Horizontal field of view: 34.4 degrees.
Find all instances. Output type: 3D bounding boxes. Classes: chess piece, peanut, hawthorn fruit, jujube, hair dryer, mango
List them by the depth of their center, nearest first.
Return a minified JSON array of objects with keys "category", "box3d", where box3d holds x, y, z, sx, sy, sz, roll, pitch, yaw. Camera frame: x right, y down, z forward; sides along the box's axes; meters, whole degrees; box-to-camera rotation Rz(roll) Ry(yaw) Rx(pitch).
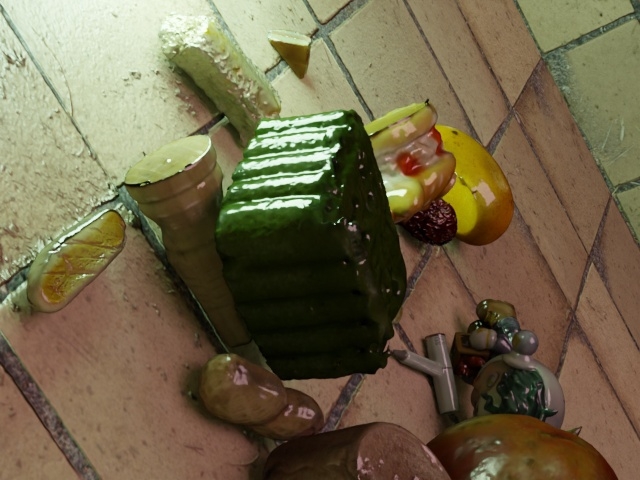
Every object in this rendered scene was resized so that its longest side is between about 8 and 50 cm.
[{"category":"peanut","box3d":[-0.083,0.227,1.451,0.228,0.104,0.086,38,50,-42]},{"category":"chess piece","box3d":[-0.160,0.008,1.478,0.301,0.137,0.137,67,29,-25]},{"category":"hawthorn fruit","box3d":[0.315,0.451,1.624,0.403,0.402,0.403,35,44,-42]},{"category":"hair dryer","box3d":[0.188,0.246,1.924,0.183,0.044,0.155,11,60,-48]},{"category":"jujube","box3d":[0.209,-0.054,2.082,0.166,0.104,0.104,35,43,-39]},{"category":"mango","box3d":[0.310,-0.129,2.241,0.290,0.160,0.191,57,38,1]}]

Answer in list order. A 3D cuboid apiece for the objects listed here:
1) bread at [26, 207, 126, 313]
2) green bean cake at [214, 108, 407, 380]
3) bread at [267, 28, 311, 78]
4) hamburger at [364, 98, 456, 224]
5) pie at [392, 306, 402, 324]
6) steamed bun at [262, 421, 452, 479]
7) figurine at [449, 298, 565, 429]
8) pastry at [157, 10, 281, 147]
[{"category":"bread","box3d":[-0.308,0.023,1.283,0.073,0.053,0.214,62,29,-17]},{"category":"green bean cake","box3d":[0.006,0.000,1.487,0.319,0.218,0.335,-75,156,-47]},{"category":"bread","box3d":[-0.044,-0.358,1.921,0.109,0.062,0.043,45,38,-27]},{"category":"hamburger","box3d":[0.114,-0.116,1.799,0.186,0.261,0.302,64,-3,-5]},{"category":"pie","box3d":[0.128,0.117,1.926,0.085,0.017,0.085,35,43,-40]},{"category":"steamed bun","box3d":[0.076,0.395,1.425,0.199,0.251,0.301,-14,80,-44]},{"category":"figurine","box3d":[0.353,0.262,1.984,0.382,0.186,0.261,-99,-170,-56]},{"category":"pastry","box3d":[-0.157,-0.270,1.673,0.258,0.089,0.121,50,23,-31]}]
